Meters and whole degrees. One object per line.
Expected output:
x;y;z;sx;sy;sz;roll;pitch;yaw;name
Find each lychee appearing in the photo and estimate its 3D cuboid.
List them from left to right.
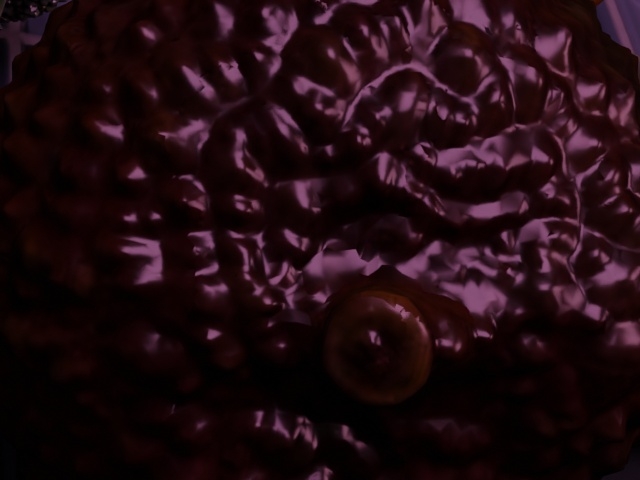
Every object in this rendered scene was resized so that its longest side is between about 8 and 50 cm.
0.000;0.000;0.609;0.236;0.236;0.271;19;17;-13;lychee

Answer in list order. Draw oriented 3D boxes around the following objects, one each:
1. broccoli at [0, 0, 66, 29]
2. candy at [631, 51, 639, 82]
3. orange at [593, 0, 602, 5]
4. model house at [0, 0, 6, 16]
-0.152;-0.124;0.763;0.095;0.097;0.092;46;36;-32;broccoli
0.140;-0.003;0.723;0.102;0.104;0.234;42;-3;-26;candy
0.069;-0.165;0.860;0.155;0.177;0.177;23;38;-28;orange
-0.272;-0.134;0.663;0.294;0.154;0.207;-9;96;-20;model house
